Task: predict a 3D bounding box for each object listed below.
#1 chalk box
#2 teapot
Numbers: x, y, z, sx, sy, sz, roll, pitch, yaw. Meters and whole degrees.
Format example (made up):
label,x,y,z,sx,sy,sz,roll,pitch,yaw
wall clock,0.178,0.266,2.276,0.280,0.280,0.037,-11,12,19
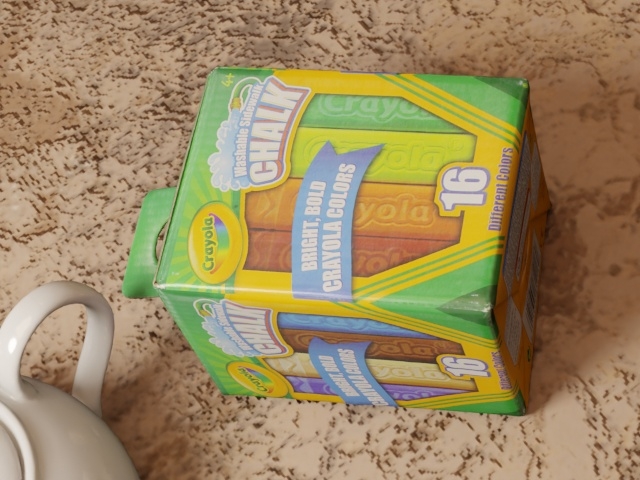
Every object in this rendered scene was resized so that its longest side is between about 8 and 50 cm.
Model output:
label,x,y,z,sx,sy,sz,roll,pitch,yaw
chalk box,0.000,0.000,1.224,0.289,0.179,0.180,3,62,15
teapot,-0.240,0.181,1.179,0.253,0.187,0.256,-15,59,4
